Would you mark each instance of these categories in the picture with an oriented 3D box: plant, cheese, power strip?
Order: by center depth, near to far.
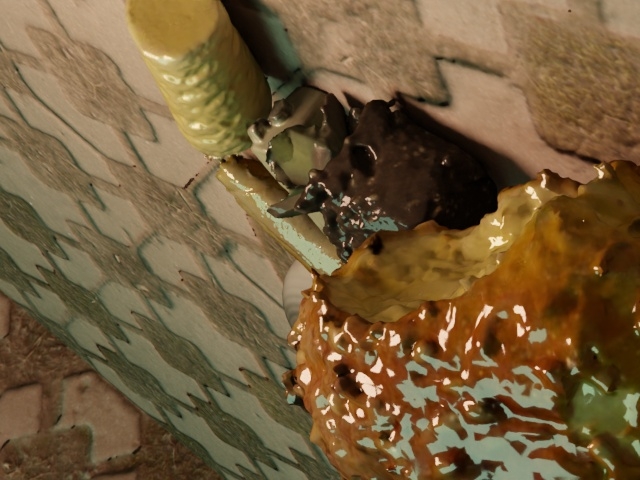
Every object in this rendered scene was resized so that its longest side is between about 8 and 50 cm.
[{"bbox_3d":[0.050,-0.048,1.693,0.203,0.142,0.131,14,161,38],"label":"plant"},{"bbox_3d":[-0.109,-0.165,1.771,0.167,0.094,0.123,64,-173,-53],"label":"cheese"},{"bbox_3d":[0.030,-0.034,1.852,0.048,0.080,0.286,20,155,45],"label":"power strip"}]

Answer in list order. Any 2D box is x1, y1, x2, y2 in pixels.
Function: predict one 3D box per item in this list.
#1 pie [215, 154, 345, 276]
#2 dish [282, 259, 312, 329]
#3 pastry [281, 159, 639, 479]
[{"bbox_3d":[0.000,0.000,2.011,0.282,0.068,0.128,40,-175,4],"label":"pie"},{"bbox_3d":[0.045,0.147,2.207,0.273,0.134,0.273,35,163,12],"label":"dish"},{"bbox_3d":[0.183,0.118,1.483,0.405,0.292,0.337,-20,107,40],"label":"pastry"}]
